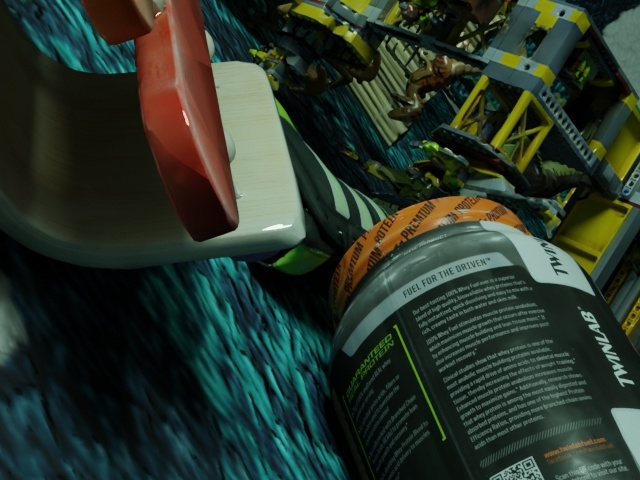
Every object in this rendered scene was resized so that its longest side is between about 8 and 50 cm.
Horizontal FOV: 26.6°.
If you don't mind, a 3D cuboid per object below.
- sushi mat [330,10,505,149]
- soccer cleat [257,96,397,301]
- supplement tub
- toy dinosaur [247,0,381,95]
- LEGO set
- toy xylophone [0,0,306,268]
[{"bbox_3d":[0.014,-0.235,1.056,0.019,0.151,0.316,-12,61,-43],"label":"sushi mat"},{"bbox_3d":[0.000,0.000,0.594,0.179,0.060,0.072,43,26,-28],"label":"soccer cleat"},{"bbox_3d":[0.072,0.077,0.507,0.117,0.117,0.190,45,16,-44],"label":"supplement tub"},{"bbox_3d":[0.001,-0.144,0.961,0.211,0.064,0.112,43,16,-50],"label":"toy dinosaur"},{"bbox_3d":[0.087,-0.022,0.846,0.255,0.192,0.331,29,-9,33],"label":"LEGO set"},{"bbox_3d":[-0.087,-0.114,0.326,0.236,0.081,0.322,-106,176,-49],"label":"toy xylophone"}]
